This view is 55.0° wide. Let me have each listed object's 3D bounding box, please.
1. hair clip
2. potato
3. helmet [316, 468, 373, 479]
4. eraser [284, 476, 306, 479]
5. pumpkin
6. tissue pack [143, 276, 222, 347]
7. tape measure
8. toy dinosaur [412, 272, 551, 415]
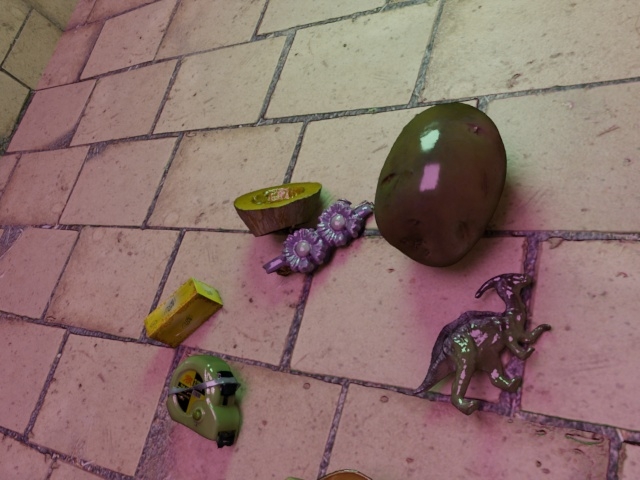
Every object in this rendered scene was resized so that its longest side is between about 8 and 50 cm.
[{"bbox_3d":[0.000,0.000,1.401,0.292,0.084,0.106,-36,67,9],"label":"hair clip"},{"bbox_3d":[0.233,-0.118,1.182,0.326,0.221,0.243,-64,14,-13],"label":"potato"},{"bbox_3d":[0.020,0.525,1.021,0.205,0.140,0.257,35,66,28],"label":"helmet"},{"bbox_3d":[-0.049,0.522,1.108,0.058,0.117,0.172,11,72,44],"label":"eraser"},{"bbox_3d":[-0.095,-0.067,1.466,0.217,0.217,0.110,2,105,37],"label":"pumpkin"},{"bbox_3d":[-0.340,0.180,1.526,0.176,0.095,0.062,-40,48,11],"label":"tissue pack"},{"bbox_3d":[-0.260,0.344,1.372,0.200,0.106,0.175,8,84,41],"label":"tape measure"},{"bbox_3d":[0.290,0.185,1.082,0.294,0.077,0.162,-41,42,-9],"label":"toy dinosaur"}]
